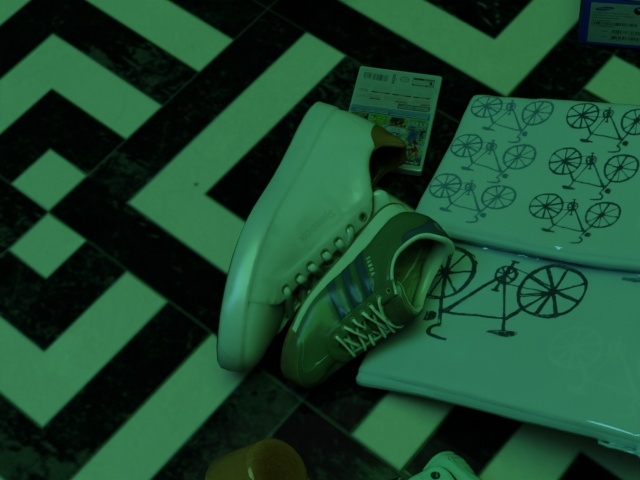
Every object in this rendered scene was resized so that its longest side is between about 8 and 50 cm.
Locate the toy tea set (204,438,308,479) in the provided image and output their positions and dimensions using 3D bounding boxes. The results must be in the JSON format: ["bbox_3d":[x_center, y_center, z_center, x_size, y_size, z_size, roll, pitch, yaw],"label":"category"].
[{"bbox_3d":[-0.078,0.316,1.020,0.200,0.124,0.336,42,44,-10],"label":"toy tea set"}]

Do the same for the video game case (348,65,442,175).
[{"bbox_3d":[0.071,-0.122,1.338,0.087,0.011,0.122,9,59,9],"label":"video game case"}]

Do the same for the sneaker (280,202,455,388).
[{"bbox_3d":[0.046,0.055,1.162,0.086,0.064,0.192,23,73,47],"label":"sneaker"}]

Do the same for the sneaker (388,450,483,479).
[{"bbox_3d":[0.159,0.216,1.051,0.256,0.094,0.151,-23,57,6],"label":"sneaker"}]

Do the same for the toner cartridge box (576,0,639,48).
[{"bbox_3d":[0.375,-0.360,1.425,0.165,0.075,0.347,7,59,8],"label":"toner cartridge box"}]

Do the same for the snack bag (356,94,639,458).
[{"bbox_3d":[0.212,0.014,1.160,0.323,0.037,0.342,10,61,35],"label":"snack bag"}]

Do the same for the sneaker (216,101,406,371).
[{"bbox_3d":[0.000,0.000,1.211,0.123,0.106,0.290,19,63,11],"label":"sneaker"}]
